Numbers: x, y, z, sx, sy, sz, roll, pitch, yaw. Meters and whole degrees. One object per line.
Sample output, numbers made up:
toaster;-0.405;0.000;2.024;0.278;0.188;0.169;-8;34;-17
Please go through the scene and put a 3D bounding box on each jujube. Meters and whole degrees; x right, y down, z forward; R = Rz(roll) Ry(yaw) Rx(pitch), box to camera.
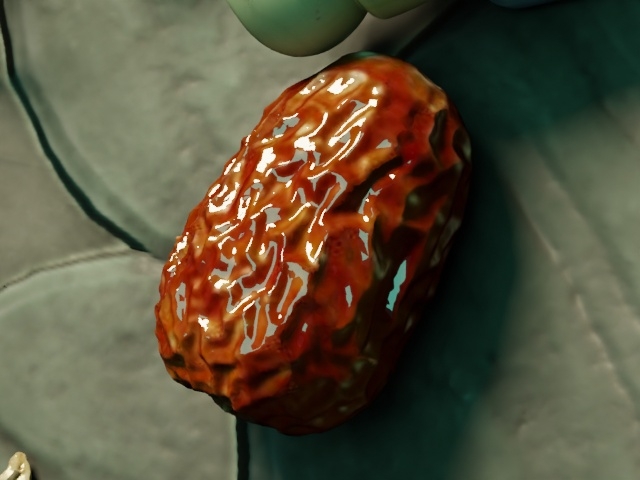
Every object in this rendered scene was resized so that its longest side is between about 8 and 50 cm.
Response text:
jujube;0.000;0.000;0.765;0.112;0.109;0.176;30;82;-11

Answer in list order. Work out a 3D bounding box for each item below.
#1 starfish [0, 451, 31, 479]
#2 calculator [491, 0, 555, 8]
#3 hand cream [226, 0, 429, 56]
starfish;-0.268;0.203;0.860;0.231;0.048;0.295;35;92;25
calculator;0.150;-0.176;0.772;0.210;0.039;0.121;-9;74;21
hand cream;0.091;-0.184;0.728;0.306;0.093;0.147;-27;64;15
